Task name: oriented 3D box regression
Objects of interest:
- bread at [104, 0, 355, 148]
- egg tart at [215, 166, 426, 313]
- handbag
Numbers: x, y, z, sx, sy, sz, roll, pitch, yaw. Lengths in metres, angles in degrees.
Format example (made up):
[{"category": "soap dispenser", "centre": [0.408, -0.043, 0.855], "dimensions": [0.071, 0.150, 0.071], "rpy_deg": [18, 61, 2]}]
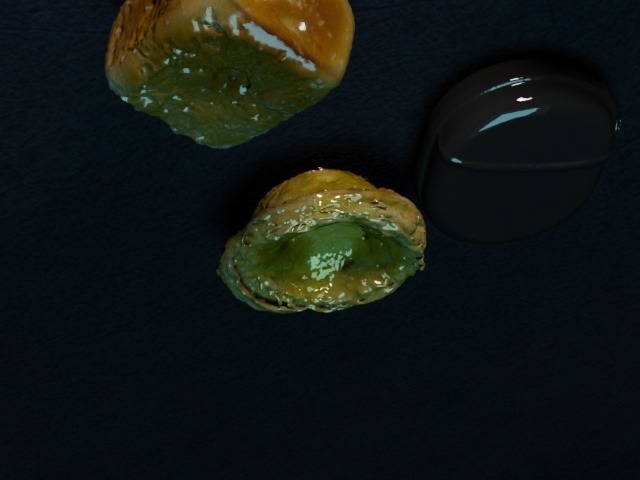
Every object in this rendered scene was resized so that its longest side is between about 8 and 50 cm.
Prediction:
[{"category": "bread", "centre": [-0.098, -0.218, 1.321], "dimensions": [0.195, 0.176, 0.246], "rpy_deg": [30, 145, -29]}, {"category": "egg tart", "centre": [0.000, 0.000, 1.700], "dimensions": [0.288, 0.118, 0.288], "rpy_deg": [-8, 147, -5]}, {"category": "handbag", "centre": [0.251, -0.106, 1.633], "dimensions": [0.254, 0.093, 0.308], "rpy_deg": [-2, 144, -10]}]
